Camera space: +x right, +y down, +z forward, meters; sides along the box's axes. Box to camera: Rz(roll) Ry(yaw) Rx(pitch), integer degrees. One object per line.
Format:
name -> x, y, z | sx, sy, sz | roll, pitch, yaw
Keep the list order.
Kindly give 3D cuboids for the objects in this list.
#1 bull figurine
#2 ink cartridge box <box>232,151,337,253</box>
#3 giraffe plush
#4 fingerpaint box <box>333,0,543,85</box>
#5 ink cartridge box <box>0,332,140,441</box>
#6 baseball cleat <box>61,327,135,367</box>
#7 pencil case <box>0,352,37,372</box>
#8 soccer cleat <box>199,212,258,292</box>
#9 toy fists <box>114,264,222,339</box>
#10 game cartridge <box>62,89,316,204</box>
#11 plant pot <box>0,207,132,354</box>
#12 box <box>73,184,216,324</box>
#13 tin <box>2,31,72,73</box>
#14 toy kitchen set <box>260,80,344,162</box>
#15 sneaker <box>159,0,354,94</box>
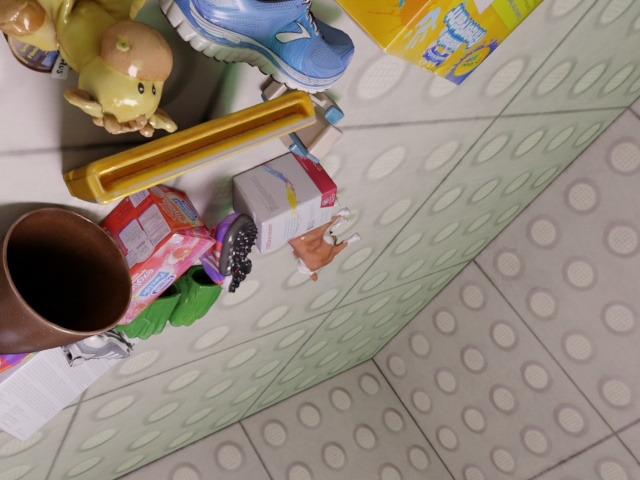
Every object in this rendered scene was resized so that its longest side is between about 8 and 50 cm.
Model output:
bull figurine -> 0.000, 0.000, 1.565 | 0.188, 0.101, 0.310 | -38, 161, -3
ink cartridge box -> -0.077, -0.082, 1.234 | 0.176, 0.127, 0.128 | -27, 157, -21
giraffe plush -> -0.224, -0.196, 0.624 | 0.182, 0.170, 0.210 | -20, 154, -34
fingerpaint box -> 0.228, -0.420, 0.826 | 0.371, 0.163, 0.445 | -45, 169, 24
ink cartridge box -> -0.563, 0.245, 1.320 | 0.385, 0.091, 0.308 | -44, 163, -26
baseball cleat -> -0.473, 0.224, 1.264 | 0.109, 0.072, 0.206 | -34, 157, -7
pencil case -> -0.545, 0.166, 1.111 | 0.236, 0.104, 0.104 | -30, 158, -14
soccer cleat -> -0.201, 0.015, 1.215 | 0.108, 0.116, 0.318 | -54, 175, -21
toy fists -> -0.339, 0.138, 1.351 | 0.279, 0.096, 0.142 | -14, 139, -57
game cartridge -> -0.198, -0.127, 0.828 | 0.285, 0.052, 0.324 | -26, -163, -23
plant pot -> -0.466, 0.094, 0.971 | 0.230, 0.215, 0.215 | -30, 163, 27
box -> -0.335, 0.029, 1.090 | 0.257, 0.128, 0.123 | -42, 158, 15
tin -> -0.277, -0.270, 0.674 | 0.190, 0.040, 0.106 | -42, 162, 16
toy kitchen set -> -0.019, -0.182, 1.058 | 0.122, 0.166, 0.207 | -42, 157, 16
sneaker -> -0.046, -0.303, 0.818 | 0.147, 0.129, 0.330 | -44, 157, 29
